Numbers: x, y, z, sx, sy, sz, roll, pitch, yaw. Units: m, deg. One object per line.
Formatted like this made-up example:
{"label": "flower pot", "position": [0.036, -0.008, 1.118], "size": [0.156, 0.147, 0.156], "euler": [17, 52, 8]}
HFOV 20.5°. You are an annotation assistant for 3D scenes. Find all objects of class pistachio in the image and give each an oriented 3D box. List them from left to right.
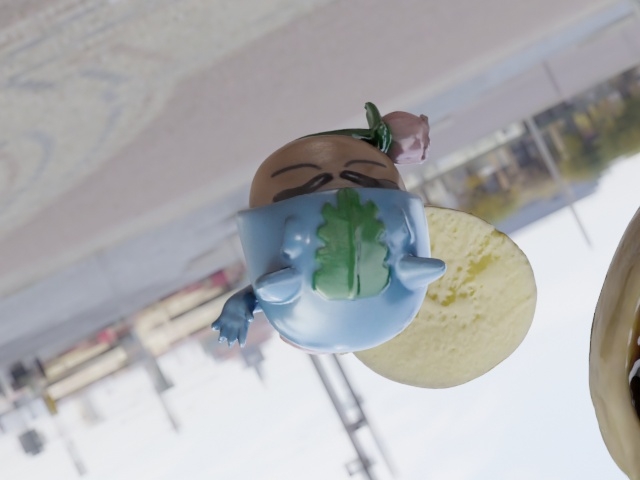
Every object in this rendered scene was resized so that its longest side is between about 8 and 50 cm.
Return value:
{"label": "pistachio", "position": [0.217, 0.036, 0.913], "size": [0.137, 0.153, 0.238], "euler": [8, -130, 27]}

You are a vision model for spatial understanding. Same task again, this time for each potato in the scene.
{"label": "potato", "position": [0.086, 0.043, 1.723], "size": [0.203, 0.178, 0.158], "euler": [-6, -170, -16]}

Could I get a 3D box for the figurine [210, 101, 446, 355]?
{"label": "figurine", "position": [0.005, -0.003, 0.953], "size": [0.114, 0.145, 0.178], "euler": [6, 163, -2]}
